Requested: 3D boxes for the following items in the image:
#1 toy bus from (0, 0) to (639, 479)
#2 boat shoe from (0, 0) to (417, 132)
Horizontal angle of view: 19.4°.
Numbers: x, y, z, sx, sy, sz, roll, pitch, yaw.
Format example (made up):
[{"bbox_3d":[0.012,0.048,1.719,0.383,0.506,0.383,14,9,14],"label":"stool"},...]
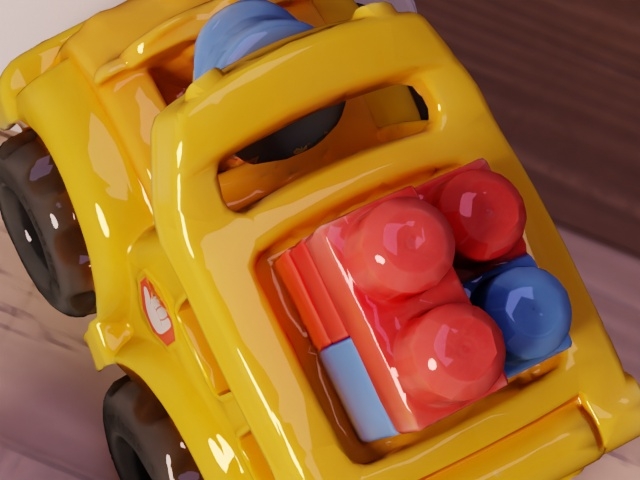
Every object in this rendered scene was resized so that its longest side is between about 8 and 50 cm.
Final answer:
[{"bbox_3d":[0.000,0.000,0.572,0.149,0.211,0.220,-25,84,-16],"label":"toy bus"},{"bbox_3d":[-0.058,-0.086,0.709,0.184,0.066,0.063,-12,31,-10],"label":"boat shoe"}]
